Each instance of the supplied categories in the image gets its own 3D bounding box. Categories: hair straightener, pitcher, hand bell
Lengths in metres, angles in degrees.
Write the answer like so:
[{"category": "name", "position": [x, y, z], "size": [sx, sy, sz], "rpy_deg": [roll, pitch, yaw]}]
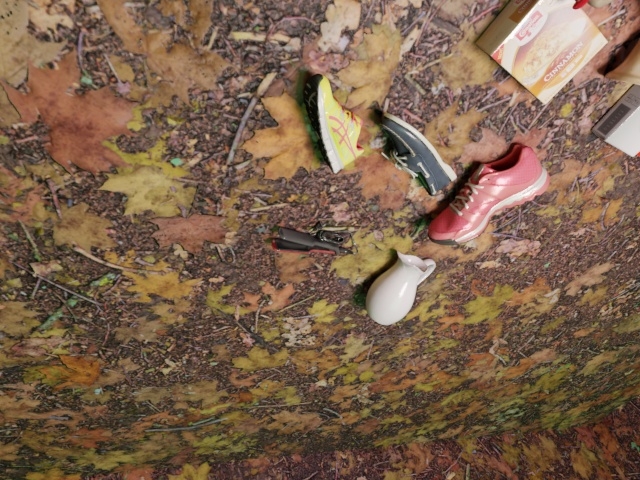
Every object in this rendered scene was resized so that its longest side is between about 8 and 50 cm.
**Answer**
[{"category": "hair straightener", "position": [0.000, 0.000, 1.019], "size": [0.230, 0.047, 0.089], "rpy_deg": [11, 129, -26]}, {"category": "pitcher", "position": [0.231, 0.134, 1.178], "size": [0.177, 0.125, 0.207], "rpy_deg": [6, 121, -41]}, {"category": "hand bell", "position": [0.663, -0.423, 0.790], "size": [0.126, 0.126, 0.242], "rpy_deg": [0, 120, -16]}]

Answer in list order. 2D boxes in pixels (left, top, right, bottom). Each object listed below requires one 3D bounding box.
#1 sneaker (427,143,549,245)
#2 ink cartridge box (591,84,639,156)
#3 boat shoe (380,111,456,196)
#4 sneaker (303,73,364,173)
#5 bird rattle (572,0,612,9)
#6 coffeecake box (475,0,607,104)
[{"category": "sneaker", "position": [0.379, -0.115, 0.996], "size": [0.313, 0.116, 0.136], "rpy_deg": [-35, 123, 8]}, {"category": "ink cartridge box", "position": [0.805, -0.314, 0.945], "size": [0.238, 0.060, 0.275], "rpy_deg": [14, 127, -26]}, {"category": "boat shoe", "position": [0.197, -0.175, 0.881], "size": [0.079, 0.095, 0.254], "rpy_deg": [-48, 137, 13]}, {"category": "sneaker", "position": [0.032, -0.230, 0.796], "size": [0.094, 0.081, 0.209], "rpy_deg": [-25, 142, -2]}, {"category": "bird rattle", "position": [0.503, -0.451, 0.655], "size": [0.253, 0.143, 0.207], "rpy_deg": [-49, 162, 11]}, {"category": "coffeecake box", "position": [0.408, -0.367, 0.771], "size": [0.185, 0.068, 0.142], "rpy_deg": [21, 125, -31]}]
